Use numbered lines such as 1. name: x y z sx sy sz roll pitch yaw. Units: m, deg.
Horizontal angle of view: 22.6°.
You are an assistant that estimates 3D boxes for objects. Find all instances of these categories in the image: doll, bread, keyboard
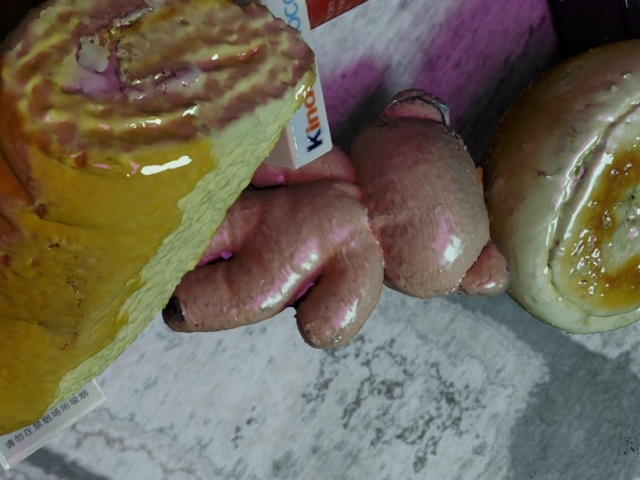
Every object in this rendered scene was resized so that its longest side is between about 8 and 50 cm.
1. doll: 0.000 0.000 1.406 0.303 0.156 0.201 -17 77 -2
2. bread: -0.175 -0.021 1.126 0.236 0.165 0.375 -36 169 -38
3. keyboard: 0.247 -0.280 1.497 0.101 0.018 0.309 -28 119 -16
4. bread: 0.265 -0.055 1.493 0.306 0.159 0.305 -21 126 -32

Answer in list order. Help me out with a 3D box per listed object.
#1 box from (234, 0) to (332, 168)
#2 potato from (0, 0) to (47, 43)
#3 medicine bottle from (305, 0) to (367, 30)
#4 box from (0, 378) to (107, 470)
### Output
1. box: -0.120 -0.199 1.176 0.048 0.265 0.273 -32 123 -38
2. potato: -0.342 -0.082 1.063 0.397 0.296 0.289 -12 117 -19
3. medicine bottle: -0.017 -0.239 1.296 0.250 0.131 0.131 -29 120 -18
4. box: -0.268 0.090 1.337 0.109 0.029 0.198 -35 122 -14
